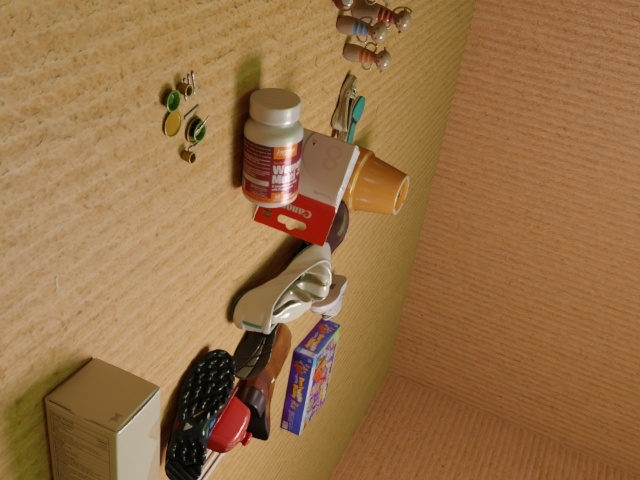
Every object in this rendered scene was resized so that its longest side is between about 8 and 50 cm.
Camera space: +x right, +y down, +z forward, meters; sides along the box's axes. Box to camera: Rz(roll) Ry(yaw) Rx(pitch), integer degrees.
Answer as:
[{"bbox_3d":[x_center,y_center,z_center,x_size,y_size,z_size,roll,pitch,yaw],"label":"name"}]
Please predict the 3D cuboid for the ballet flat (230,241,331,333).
[{"bbox_3d":[-0.057,0.130,1.705,0.400,0.139,0.139,-33,141,-47],"label":"ballet flat"}]

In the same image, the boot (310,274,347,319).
[{"bbox_3d":[0.025,0.215,2.202,0.258,0.095,0.123,-39,138,-60],"label":"boot"}]

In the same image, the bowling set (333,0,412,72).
[{"bbox_3d":[0.126,-0.539,1.584,0.200,0.154,0.287,-38,144,-60],"label":"bowling set"}]

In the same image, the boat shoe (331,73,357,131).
[{"bbox_3d":[0.075,-0.370,1.792,0.153,0.048,0.056,-70,163,0],"label":"boat shoe"}]

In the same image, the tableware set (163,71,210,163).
[{"bbox_3d":[-0.225,-0.199,1.125,0.104,0.024,0.154,-54,157,-40],"label":"tableware set"}]

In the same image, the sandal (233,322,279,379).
[{"bbox_3d":[-0.165,0.263,1.750,0.060,0.090,0.219,128,-19,-73],"label":"sandal"}]

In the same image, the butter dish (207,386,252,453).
[{"bbox_3d":[-0.224,0.465,1.647,0.160,0.118,0.160,-57,-177,-34],"label":"butter dish"}]

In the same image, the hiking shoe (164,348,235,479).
[{"bbox_3d":[-0.286,0.392,1.510,0.132,0.113,0.304,-35,-148,65],"label":"hiking shoe"}]

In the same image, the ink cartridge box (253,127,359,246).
[{"bbox_3d":[-0.039,-0.128,1.485,0.232,0.189,0.066,-68,162,-5],"label":"ink cartridge box"}]

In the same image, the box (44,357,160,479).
[{"bbox_3d":[-0.364,0.371,1.135,0.121,0.148,0.311,-46,152,-54],"label":"box"}]

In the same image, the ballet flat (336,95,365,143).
[{"bbox_3d":[0.076,-0.332,1.840,0.057,0.052,0.168,47,58,-60],"label":"ballet flat"}]

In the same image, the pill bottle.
[{"bbox_3d":[-0.098,-0.188,1.356,0.121,0.121,0.221,-49,153,-49],"label":"pill bottle"}]

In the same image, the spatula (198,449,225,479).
[{"bbox_3d":[-0.283,0.569,1.806,0.242,0.019,0.168,-50,160,-47],"label":"spatula"}]

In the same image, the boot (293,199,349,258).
[{"bbox_3d":[0.000,0.000,1.902,0.248,0.090,0.207,-69,165,10],"label":"boot"}]

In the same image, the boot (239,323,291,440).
[{"bbox_3d":[-0.156,0.415,1.941,0.264,0.096,0.280,80,24,-44],"label":"boot"}]

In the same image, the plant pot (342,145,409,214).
[{"bbox_3d":[0.166,-0.168,2.052,0.205,0.188,0.205,-56,158,-37],"label":"plant pot"}]

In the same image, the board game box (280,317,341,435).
[{"bbox_3d":[-0.034,0.479,2.348,0.233,0.078,0.347,-43,148,-55],"label":"board game box"}]
